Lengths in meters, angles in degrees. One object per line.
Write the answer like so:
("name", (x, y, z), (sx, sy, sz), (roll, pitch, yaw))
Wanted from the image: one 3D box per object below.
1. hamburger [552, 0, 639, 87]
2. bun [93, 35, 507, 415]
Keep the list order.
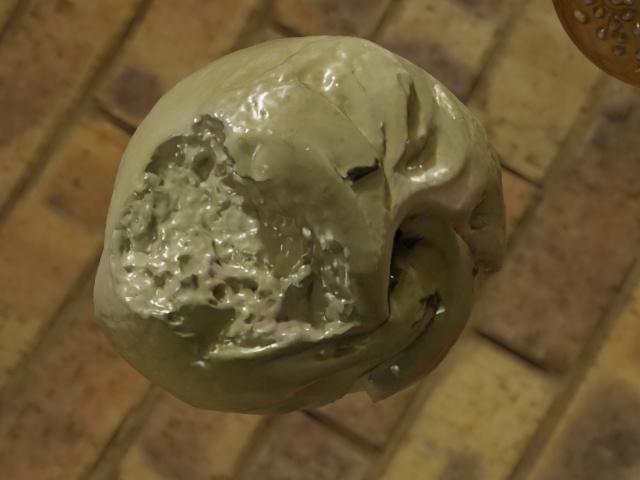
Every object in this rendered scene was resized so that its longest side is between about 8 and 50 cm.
("hamburger", (0.211, -0.163, 1.121), (0.115, 0.162, 0.162), (-66, -6, -45))
("bun", (0.000, 0.000, 0.983), (0.237, 0.116, 0.209), (-22, -61, -25))
